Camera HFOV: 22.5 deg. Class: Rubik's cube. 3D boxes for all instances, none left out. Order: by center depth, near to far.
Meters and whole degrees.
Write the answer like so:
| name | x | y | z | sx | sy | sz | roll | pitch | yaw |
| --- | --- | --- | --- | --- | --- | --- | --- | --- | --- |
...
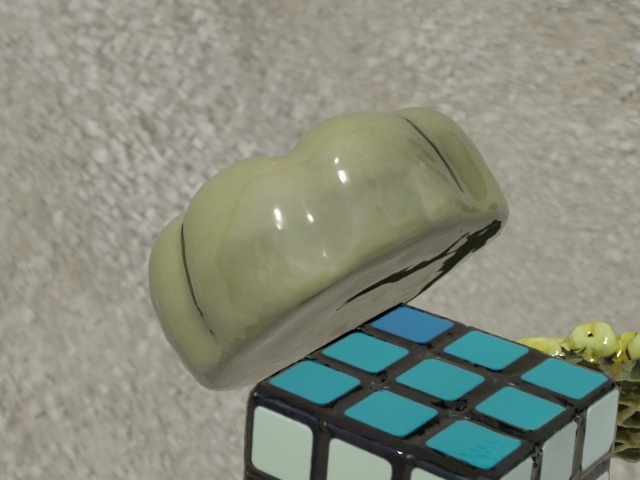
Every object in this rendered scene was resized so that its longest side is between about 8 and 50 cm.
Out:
| name | x | y | z | sx | sy | sz | roll | pitch | yaw |
| --- | --- | --- | --- | --- | --- | --- | --- | --- | --- |
| Rubik's cube | 0.061 | 0.151 | 0.922 | 0.160 | 0.162 | 0.163 | -25 | 124 | -50 |

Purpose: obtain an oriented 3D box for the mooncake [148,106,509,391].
| name | x | y | z | sx | sy | sz | roll | pitch | yaw |
| --- | --- | --- | --- | --- | --- | --- | --- | --- | --- |
| mooncake | 0.000 | 0.000 | 1.209 | 0.275 | 0.275 | 0.135 | -25 | 78 | -12 |

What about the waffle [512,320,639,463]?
| name | x | y | z | sx | sy | sz | roll | pitch | yaw |
| --- | --- | --- | --- | --- | --- | --- | --- | --- | --- |
| waffle | 0.245 | 0.161 | 1.639 | 0.297 | 0.317 | 0.073 | 44 | 45 | -55 |
